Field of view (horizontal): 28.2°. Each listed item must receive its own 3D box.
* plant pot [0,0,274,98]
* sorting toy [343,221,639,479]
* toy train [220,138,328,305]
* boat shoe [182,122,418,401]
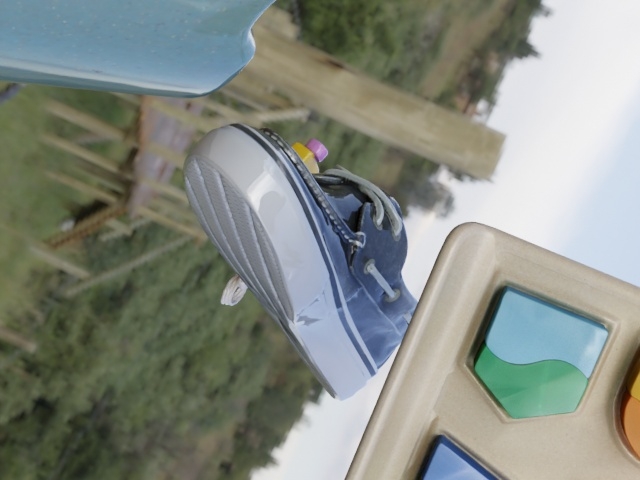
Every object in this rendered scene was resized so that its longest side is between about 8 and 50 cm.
[{"bbox_3d":[-0.186,-0.213,0.566,0.341,0.334,0.341,-29,-123,58],"label":"plant pot"},{"bbox_3d":[0.128,0.114,0.650,0.038,0.208,0.193,-73,-175,-81],"label":"sorting toy"},{"bbox_3d":[-0.054,-0.028,1.033,0.125,0.046,0.166,-38,156,-36],"label":"toy train"},{"bbox_3d":[0.000,0.000,0.914,0.119,0.121,0.335,-41,153,-9],"label":"boat shoe"}]
